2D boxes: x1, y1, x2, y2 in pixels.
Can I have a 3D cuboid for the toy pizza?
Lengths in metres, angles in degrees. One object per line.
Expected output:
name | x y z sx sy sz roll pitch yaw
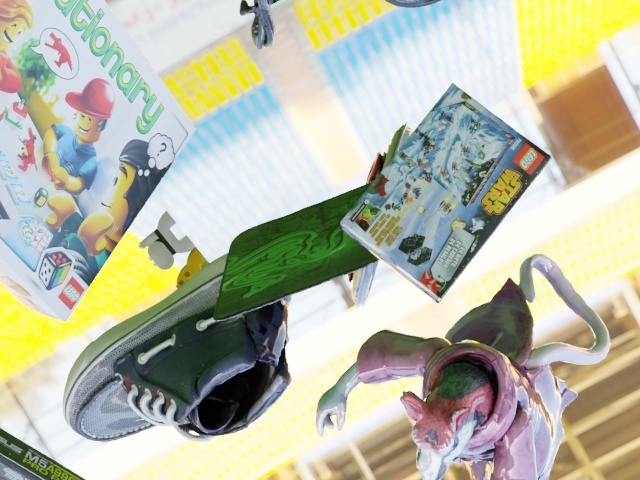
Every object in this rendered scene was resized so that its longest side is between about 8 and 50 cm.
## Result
toy pizza | 0.056 -0.028 1.544 0.032 0.201 0.201 15 -163 4

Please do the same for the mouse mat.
mouse mat | 0.000 0.000 1.254 0.190 0.007 0.152 -22 -155 15

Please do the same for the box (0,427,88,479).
box | -0.371 0.386 1.885 0.216 0.270 0.060 -56 -172 17

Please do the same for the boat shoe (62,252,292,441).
boat shoe | -0.163 0.160 1.593 0.340 0.127 0.158 -41 -144 30

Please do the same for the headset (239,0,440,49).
headset | 0.074 -0.379 1.899 0.394 0.243 0.185 -29 148 -27

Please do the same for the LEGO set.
LEGO set | -0.145 0.082 1.747 0.093 0.227 0.087 -39 -173 -4

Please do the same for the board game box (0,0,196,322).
board game box | -0.220 -0.102 1.050 0.053 0.305 0.193 16 -115 35

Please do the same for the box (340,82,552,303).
box | 0.092 -0.035 1.094 0.137 0.094 0.027 -51 173 -8

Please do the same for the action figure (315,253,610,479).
action figure | 0.163 0.156 1.347 0.276 0.248 0.370 -43 164 4
